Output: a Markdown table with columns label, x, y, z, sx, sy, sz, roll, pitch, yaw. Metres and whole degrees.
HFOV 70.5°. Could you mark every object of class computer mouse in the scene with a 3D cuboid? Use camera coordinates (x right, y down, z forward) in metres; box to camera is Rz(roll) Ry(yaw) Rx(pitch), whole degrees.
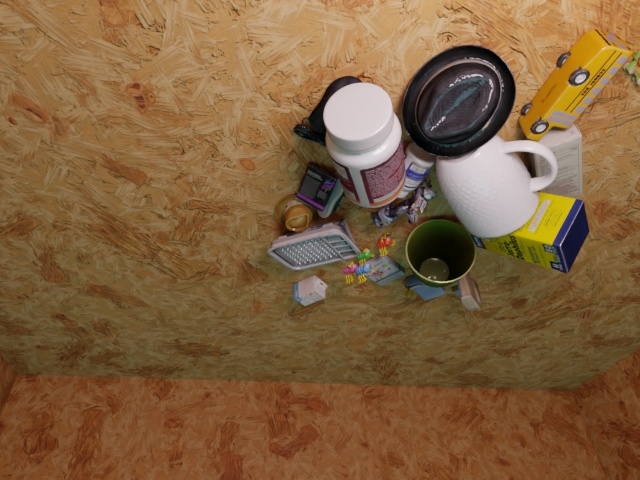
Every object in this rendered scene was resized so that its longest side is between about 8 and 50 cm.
| label | x | y | z | sx | sy | sz | roll | pitch | yaw |
| --- | --- | --- | --- | --- | --- | --- | --- | --- | --- |
| computer mouse | 0.049 | -0.392 | 1.438 | 0.189 | 0.072 | 0.272 | 17 | 137 | -22 |

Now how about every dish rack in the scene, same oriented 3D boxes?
| label | x | y | z | sx | sy | sz | roll | pitch | yaw |
| --- | --- | --- | --- | --- | --- | --- | --- | --- | --- |
| dish rack | -0.025 | 0.024 | 1.865 | 0.333 | 0.072 | 0.285 | -15 | 155 | 18 |

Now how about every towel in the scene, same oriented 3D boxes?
| label | x | y | z | sx | sy | sz | roll | pitch | yaw |
| --- | --- | --- | --- | --- | --- | --- | --- | --- | --- |
| towel | 0.000 | 0.000 | 1.953 | 0.285 | 0.034 | 0.209 | -12 | 142 | 15 |

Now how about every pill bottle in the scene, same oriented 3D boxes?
| label | x | y | z | sx | sy | sz | roll | pitch | yaw |
| --- | --- | --- | --- | --- | --- | --- | --- | --- | --- |
| pill bottle | 0.141 | -0.278 | 1.386 | 0.224 | 0.224 | 0.392 | -11 | 157 | 9 |
| pill bottle | 0.315 | -0.243 | 1.607 | 0.112 | 0.112 | 0.186 | 12 | 139 | -17 |

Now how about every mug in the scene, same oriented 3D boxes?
| label | x | y | z | sx | sy | sz | roll | pitch | yaw |
| --- | --- | --- | --- | --- | --- | --- | --- | --- | --- |
| mug | 0.580 | -0.219 | 1.504 | 0.374 | 0.276 | 0.328 | -11 | 138 | 41 |

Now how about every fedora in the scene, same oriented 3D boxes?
| label | x | y | z | sx | sy | sz | roll | pitch | yaw |
| --- | --- | --- | --- | --- | --- | --- | --- | --- | --- |
| fedora | 0.389 | -0.389 | 1.300 | 0.334 | 0.152 | 0.334 | 6 | 111 | 15 |
| fedora | -0.088 | -0.094 | 1.792 | 0.194 | 0.079 | 0.194 | -2 | 141 | -2 |

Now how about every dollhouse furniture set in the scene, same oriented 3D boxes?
| label | x | y | z | sx | sy | sz | roll | pitch | yaw |
| --- | --- | --- | --- | --- | --- | --- | --- | --- | --- |
| dollhouse furniture set | 0.599 | 0.282 | 2.208 | 0.303 | 0.198 | 0.286 | -24 | 137 | 24 |

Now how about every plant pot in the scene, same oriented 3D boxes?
| label | x | y | z | sx | sy | sz | roll | pitch | yaw |
| --- | --- | --- | --- | --- | --- | --- | --- | --- | --- |
| plant pot | 0.498 | 0.093 | 1.948 | 0.275 | 0.274 | 0.293 | -7 | 157 | 5 |

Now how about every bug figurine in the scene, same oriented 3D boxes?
| label | x | y | z | sx | sy | sz | roll | pitch | yaw |
| --- | --- | --- | --- | --- | --- | --- | --- | --- | --- |
| bug figurine | 0.198 | 0.081 | 1.939 | 0.072 | 0.279 | 0.216 | 51 | 140 | -9 |

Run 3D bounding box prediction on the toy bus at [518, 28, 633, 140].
| label | x | y | z | sx | sy | sz | roll | pitch | yaw |
| --- | --- | --- | --- | --- | --- | --- | --- | --- | --- |
| toy bus | 0.754 | -0.456 | 1.375 | 0.130 | 0.108 | 0.332 | 7 | 140 | -15 |

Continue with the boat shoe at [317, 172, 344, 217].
| label | x | y | z | sx | sy | sz | roll | pitch | yaw |
| --- | --- | --- | --- | --- | --- | --- | --- | --- | --- |
| boat shoe | 0.054 | -0.177 | 1.713 | 0.070 | 0.078 | 0.219 | -22 | 154 | -38 |

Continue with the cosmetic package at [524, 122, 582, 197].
| label | x | y | z | sx | sy | sz | roll | pitch | yaw |
| --- | --- | --- | --- | --- | --- | --- | --- | --- | --- |
| cosmetic package | 0.817 | -0.275 | 1.586 | 0.153 | 0.129 | 0.296 | -16 | 140 | 18 |

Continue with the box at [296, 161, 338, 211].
| label | x | y | z | sx | sy | sz | roll | pitch | yaw |
| --- | --- | --- | --- | --- | --- | --- | --- | --- | --- |
| box | -0.013 | -0.195 | 1.667 | 0.116 | 0.029 | 0.162 | 30 | 135 | 4 |

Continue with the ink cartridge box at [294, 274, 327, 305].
| label | x | y | z | sx | sy | sz | roll | pitch | yaw |
| --- | --- | --- | --- | --- | --- | --- | --- | --- | --- |
| ink cartridge box | -0.045 | 0.240 | 2.201 | 0.143 | 0.090 | 0.092 | -26 | 136 | 27 |

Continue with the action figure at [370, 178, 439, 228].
| label | x | y | z | sx | sy | sz | roll | pitch | yaw |
| --- | --- | --- | --- | --- | --- | --- | --- | --- | --- |
| action figure | 0.332 | -0.132 | 1.714 | 0.285 | 0.185 | 0.099 | -24 | 110 | 46 |

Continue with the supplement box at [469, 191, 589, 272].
| label | x | y | z | sx | sy | sz | roll | pitch | yaw |
| --- | --- | --- | --- | --- | --- | --- | --- | --- | --- |
| supplement box | 0.750 | -0.053 | 1.663 | 0.357 | 0.195 | 0.194 | 21 | 162 | 45 |

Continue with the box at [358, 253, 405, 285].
| label | x | y | z | sx | sy | sz | roll | pitch | yaw |
| --- | --- | --- | --- | --- | --- | --- | --- | --- | --- |
| box | 0.291 | 0.139 | 2.138 | 0.145 | 0.038 | 0.186 | -30 | 133 | 29 |

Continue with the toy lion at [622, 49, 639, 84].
| label | x | y | z | sx | sy | sz | roll | pitch | yaw |
| --- | --- | --- | --- | --- | --- | --- | --- | --- | --- |
| toy lion | 0.972 | -0.532 | 1.359 | 0.100 | 0.034 | 0.096 | 25 | 126 | -31 |
